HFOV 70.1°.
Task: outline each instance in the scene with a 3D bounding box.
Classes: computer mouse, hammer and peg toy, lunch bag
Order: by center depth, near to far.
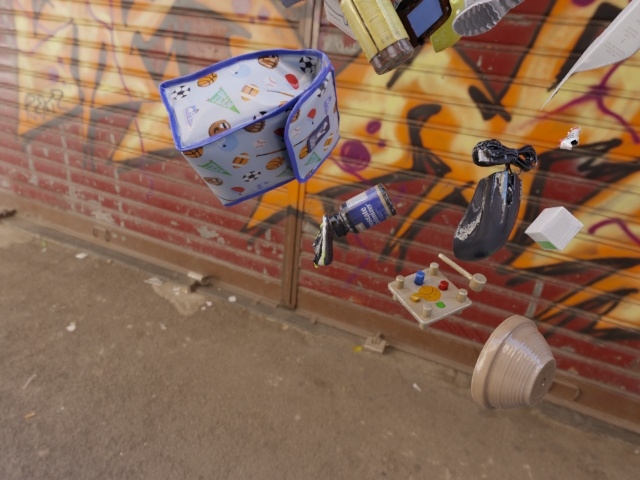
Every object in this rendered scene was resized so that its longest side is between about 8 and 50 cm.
[{"bbox_3d":[0.359,-0.064,0.943,0.188,0.272,0.072,-1,27,-32],"label":"computer mouse"},{"bbox_3d":[-0.137,-0.278,1.133,0.385,0.328,0.239,-22,71,-2],"label":"lunch bag"},{"bbox_3d":[0.496,0.209,1.927,0.361,0.127,0.266,-18,42,-23],"label":"hammer and peg toy"}]

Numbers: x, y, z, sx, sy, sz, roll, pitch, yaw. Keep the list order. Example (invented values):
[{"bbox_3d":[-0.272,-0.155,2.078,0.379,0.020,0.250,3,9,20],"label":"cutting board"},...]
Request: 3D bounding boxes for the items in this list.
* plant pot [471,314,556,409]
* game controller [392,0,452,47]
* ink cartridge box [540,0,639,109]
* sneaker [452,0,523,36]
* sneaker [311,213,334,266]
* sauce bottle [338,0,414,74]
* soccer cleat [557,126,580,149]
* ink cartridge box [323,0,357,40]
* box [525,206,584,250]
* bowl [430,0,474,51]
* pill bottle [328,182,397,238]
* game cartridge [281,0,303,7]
[{"bbox_3d":[0.466,0.304,1.063,0.237,0.237,0.109,-13,27,-36],"label":"plant pot"},{"bbox_3d":[0.308,-0.685,1.369,0.166,0.067,0.319,-30,-7,21],"label":"game controller"},{"bbox_3d":[0.791,-0.526,1.218,0.091,0.385,0.308,40,56,8],"label":"ink cartridge box"},{"bbox_3d":[0.582,-0.803,1.559,0.281,0.105,0.115,-27,35,18],"label":"sneaker"},{"bbox_3d":[0.000,0.000,1.989,0.097,0.235,0.084,1,-3,24],"label":"sneaker"},{"bbox_3d":[0.101,-0.573,1.083,0.111,0.344,0.111,-27,4,2],"label":"sauce bottle"},{"bbox_3d":[0.582,-0.234,1.051,0.083,0.029,0.035,-35,50,-24],"label":"soccer cleat"},{"bbox_3d":[0.089,-0.788,1.526,0.148,0.086,0.203,40,0,11],"label":"ink cartridge box"},{"bbox_3d":[0.683,-0.034,1.337,0.087,0.102,0.101,42,1,0],"label":"box"},{"bbox_3d":[0.496,-0.872,1.717,0.156,0.290,0.289,-3,20,23],"label":"bowl"},{"bbox_3d":[0.143,-0.096,1.577,0.219,0.123,0.123,-28,21,12],"label":"pill bottle"},{"bbox_3d":[0.026,-0.871,1.378,0.355,0.068,0.230,-17,61,21],"label":"game cartridge"}]
